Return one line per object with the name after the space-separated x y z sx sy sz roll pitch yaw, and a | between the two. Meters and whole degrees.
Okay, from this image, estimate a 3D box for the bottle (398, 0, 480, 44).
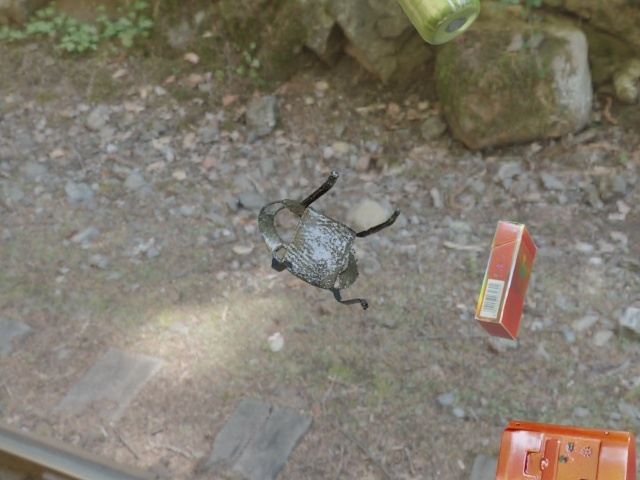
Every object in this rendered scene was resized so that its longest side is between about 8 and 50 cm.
0.162 -0.464 1.318 0.112 0.112 0.260 -24 74 -19 | bottle

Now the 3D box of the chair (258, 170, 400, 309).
0.000 0.000 1.105 0.149 0.174 0.213 -65 18 -10 | chair

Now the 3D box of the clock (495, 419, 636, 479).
0.286 0.270 0.908 0.155 0.061 0.113 -3 60 36 | clock

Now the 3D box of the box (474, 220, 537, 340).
0.312 0.069 1.302 0.048 0.112 0.175 8 71 31 | box
